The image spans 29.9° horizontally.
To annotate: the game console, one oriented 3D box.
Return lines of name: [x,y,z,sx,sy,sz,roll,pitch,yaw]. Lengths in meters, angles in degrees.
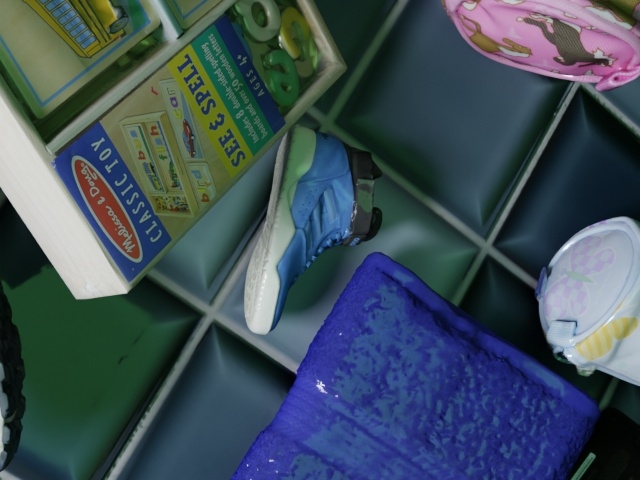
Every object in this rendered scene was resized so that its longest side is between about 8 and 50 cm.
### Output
game console: [0.240,0.220,0.990,0.107,0.071,0.122,37,71,11]

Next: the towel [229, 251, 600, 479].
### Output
towel: [0.046,0.192,0.871,0.228,0.076,0.308,35,75,-13]

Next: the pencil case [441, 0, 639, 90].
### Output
pencil case: [0.219,-0.308,0.916,0.160,0.167,0.386,34,73,-55]

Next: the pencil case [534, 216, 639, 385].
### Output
pencil case: [0.304,0.088,0.966,0.273,0.113,0.124,28,64,-23]

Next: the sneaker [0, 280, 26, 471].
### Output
sneaker: [-0.267,0.017,0.721,0.122,0.110,0.283,-21,96,-6]

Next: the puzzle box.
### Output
puzzle box: [-0.153,-0.206,0.705,0.272,0.052,0.409,-50,120,-40]

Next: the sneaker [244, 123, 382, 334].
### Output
sneaker: [0.000,0.000,0.856,0.085,0.058,0.152,16,75,-16]
